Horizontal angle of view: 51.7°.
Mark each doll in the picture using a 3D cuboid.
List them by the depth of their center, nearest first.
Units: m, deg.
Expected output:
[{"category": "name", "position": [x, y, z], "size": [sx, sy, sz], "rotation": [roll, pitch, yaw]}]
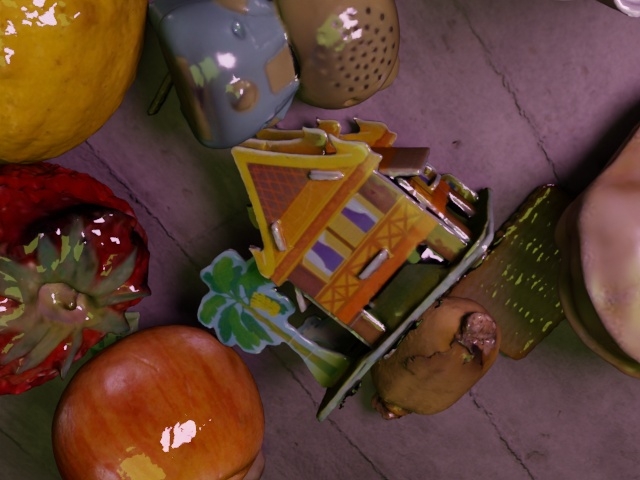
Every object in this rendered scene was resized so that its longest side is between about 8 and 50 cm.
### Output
[{"category": "doll", "position": [-0.036, -0.214, 0.726], "size": [0.260, 0.161, 0.177], "rotation": [-22, 129, -11]}]

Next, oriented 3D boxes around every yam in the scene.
[{"category": "yam", "position": [-0.192, -0.203, 0.841], "size": [0.014, 0.014, 0.107], "rotation": [31, 114, -13]}]

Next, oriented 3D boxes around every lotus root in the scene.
[{"category": "lotus root", "position": [0.156, 0.163, 0.936], "size": [0.146, 0.131, 0.303], "rotation": [24, 144, -2]}]

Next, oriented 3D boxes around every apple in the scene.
[{"category": "apple", "position": [-0.210, 0.255, 0.891], "size": [0.233, 0.286, 0.286], "rotation": [47, 118, 26]}]

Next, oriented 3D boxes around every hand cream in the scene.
[{"category": "hand cream", "position": [-0.320, 0.189, 1.037], "size": [0.095, 0.046, 0.175], "rotation": [1, 116, 5]}]

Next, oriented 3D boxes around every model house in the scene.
[{"category": "model house", "position": [0.000, 0.000, 0.863], "size": [0.312, 0.242, 0.358], "rotation": [39, 115, 1]}]

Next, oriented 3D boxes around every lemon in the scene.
[{"category": "lemon", "position": [-0.318, -0.234, 0.696], "size": [0.316, 0.285, 0.286], "rotation": [-36, 114, -11]}]

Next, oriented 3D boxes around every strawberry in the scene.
[{"category": "strawberry", "position": [-0.378, 0.031, 0.842], "size": [0.291, 0.310, 0.292], "rotation": [-11, 112, -29]}]

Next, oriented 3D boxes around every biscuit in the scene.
[{"category": "biscuit", "position": [0.303, 0.048, 0.948], "size": [0.172, 0.029, 0.255], "rotation": [31, 115, -13]}]

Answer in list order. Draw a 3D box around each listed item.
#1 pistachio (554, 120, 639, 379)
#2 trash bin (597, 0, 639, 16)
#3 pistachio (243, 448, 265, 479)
[{"category": "pistachio", "position": [0.492, -0.014, 0.767], "size": [0.445, 0.281, 0.366], "rotation": [-23, 84, 1]}, {"category": "trash bin", "position": [0.293, -0.313, 0.556], "size": [0.295, 0.368, 0.256], "rotation": [2, 120, 14]}, {"category": "pistachio", "position": [-0.173, 0.346, 1.088], "size": [0.185, 0.126, 0.108], "rotation": [41, 152, -19]}]
